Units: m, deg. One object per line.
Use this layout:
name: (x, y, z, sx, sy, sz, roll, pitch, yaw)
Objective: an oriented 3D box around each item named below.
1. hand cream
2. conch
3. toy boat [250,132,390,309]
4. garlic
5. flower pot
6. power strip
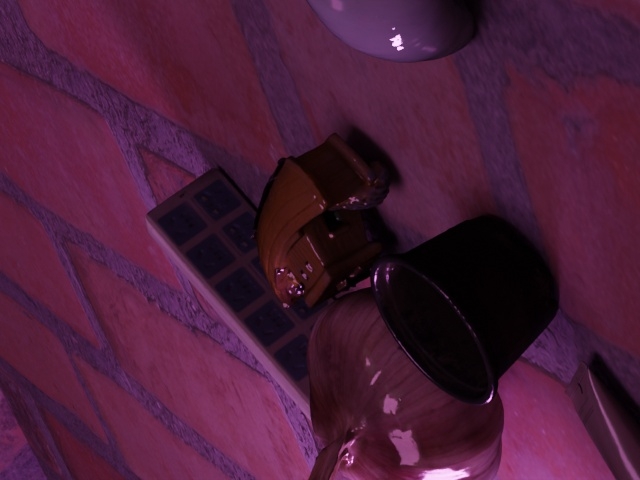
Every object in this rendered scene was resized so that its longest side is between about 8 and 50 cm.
hand cream: (0.274, 0.192, 1.589, 0.186, 0.054, 0.087, 56, 165, 18)
conch: (0.037, -0.224, 1.414, 0.185, 0.121, 0.221, -103, -8, -51)
toy boat: (0.000, 0.000, 1.833, 0.121, 0.089, 0.321, 56, 160, 12)
garlic: (0.054, 0.186, 1.786, 0.245, 0.253, 0.245, 36, 151, 23)
flower pot: (0.132, 0.052, 1.603, 0.157, 0.107, 0.157, 42, 154, 26)
power strip: (-0.050, 0.072, 2.034, 0.367, 0.106, 0.043, 48, 162, 18)
